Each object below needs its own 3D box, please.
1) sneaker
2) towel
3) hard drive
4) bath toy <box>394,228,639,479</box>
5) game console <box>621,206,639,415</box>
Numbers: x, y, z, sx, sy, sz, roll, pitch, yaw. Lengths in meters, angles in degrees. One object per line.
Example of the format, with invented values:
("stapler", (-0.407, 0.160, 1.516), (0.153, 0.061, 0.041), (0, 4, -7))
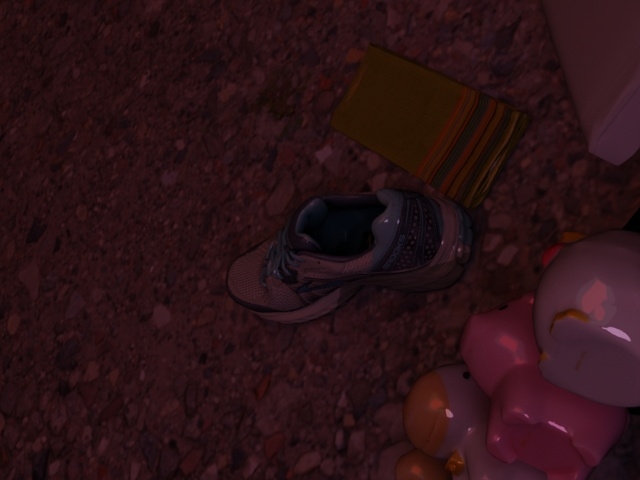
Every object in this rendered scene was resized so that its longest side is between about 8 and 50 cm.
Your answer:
("sneaker", (0.000, 0.000, 1.174), (0.283, 0.122, 0.110), (-17, 60, 39))
("towel", (0.098, -0.117, 1.208), (0.237, 0.021, 0.102), (35, 96, 47))
("hard drive", (0.255, -0.221, 0.975), (0.203, 0.040, 0.307), (-56, 19, 31))
("bath toy", (0.153, 0.103, 0.870), (0.129, 0.151, 0.348), (-55, -8, -37))
("game console", (0.246, 0.117, 0.775), (0.213, 0.044, 0.361), (110, 163, -60))
